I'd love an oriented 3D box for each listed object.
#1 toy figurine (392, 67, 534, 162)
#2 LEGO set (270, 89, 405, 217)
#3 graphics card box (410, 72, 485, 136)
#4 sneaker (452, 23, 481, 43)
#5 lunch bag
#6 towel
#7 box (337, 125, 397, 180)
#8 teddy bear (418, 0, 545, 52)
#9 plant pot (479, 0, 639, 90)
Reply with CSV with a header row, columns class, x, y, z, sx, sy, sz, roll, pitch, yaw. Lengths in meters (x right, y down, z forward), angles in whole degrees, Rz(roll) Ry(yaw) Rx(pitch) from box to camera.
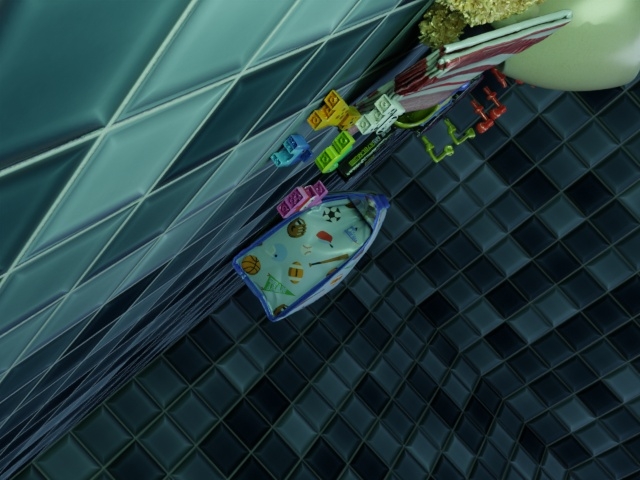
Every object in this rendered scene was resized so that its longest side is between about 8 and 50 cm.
class,x,y,z,sx,sy,sz,roll,pitch,yaw
toy figurine,0.258,-0.286,1.761,0.362,0.191,0.217,-41,-177,-25
LEGO set,0.021,-0.138,1.109,0.227,0.087,0.093,-43,164,30
graphics card box,0.337,-0.403,2.216,0.233,0.094,0.371,-43,178,16
sneaker,0.390,-0.433,1.521,0.295,0.105,0.147,-22,169,-34
lunch bag,0.000,0.000,2.075,0.385,0.239,0.328,-36,178,10
towel,0.183,-0.239,1.190,0.237,0.037,0.329,-23,-179,-25
box,0.124,-0.237,2.200,0.184,0.045,0.191,-45,178,0
teddy bear,0.244,-0.335,1.060,0.245,0.113,0.338,-41,179,-1
plant pot,0.365,-0.362,1.300,0.190,0.284,0.284,-17,179,1
